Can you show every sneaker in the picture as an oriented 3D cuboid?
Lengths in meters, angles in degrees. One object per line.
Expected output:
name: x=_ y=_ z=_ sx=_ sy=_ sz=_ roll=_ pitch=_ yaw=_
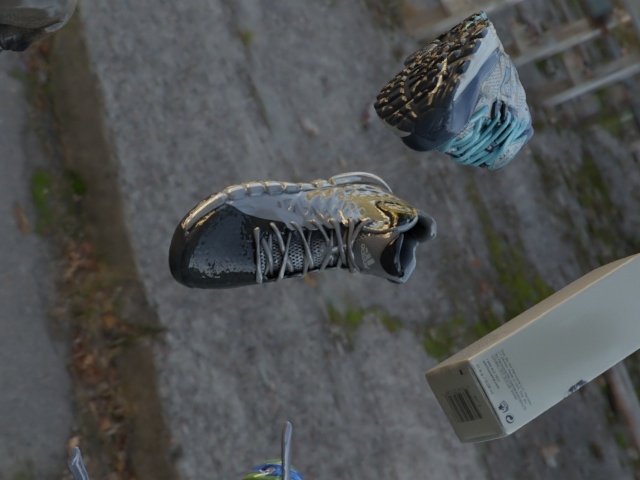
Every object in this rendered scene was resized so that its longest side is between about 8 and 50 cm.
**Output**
sneaker: x=0.133 y=-0.115 z=1.042 sx=0.122 sy=0.110 sz=0.283 roll=54 pitch=22 yaw=-7
sneaker: x=0.000 y=0.000 z=1.004 sx=0.228 sy=0.132 sz=0.086 roll=-18 pitch=118 yaw=-33

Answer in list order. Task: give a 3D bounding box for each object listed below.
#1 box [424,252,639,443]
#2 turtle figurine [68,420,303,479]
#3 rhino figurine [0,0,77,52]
box: x=0.260 y=0.119 z=1.382 sx=0.094 sy=0.275 sz=0.113 roll=62 pitch=-24 yaw=2
turtle figurine: x=-0.090 y=0.289 z=0.945 sx=0.275 sy=0.197 sz=0.266 roll=60 pitch=30 yaw=-67
rhino figurine: x=-0.240 y=-0.238 z=0.845 sx=0.073 sy=0.106 sz=0.243 roll=133 pitch=-61 yaw=-74
